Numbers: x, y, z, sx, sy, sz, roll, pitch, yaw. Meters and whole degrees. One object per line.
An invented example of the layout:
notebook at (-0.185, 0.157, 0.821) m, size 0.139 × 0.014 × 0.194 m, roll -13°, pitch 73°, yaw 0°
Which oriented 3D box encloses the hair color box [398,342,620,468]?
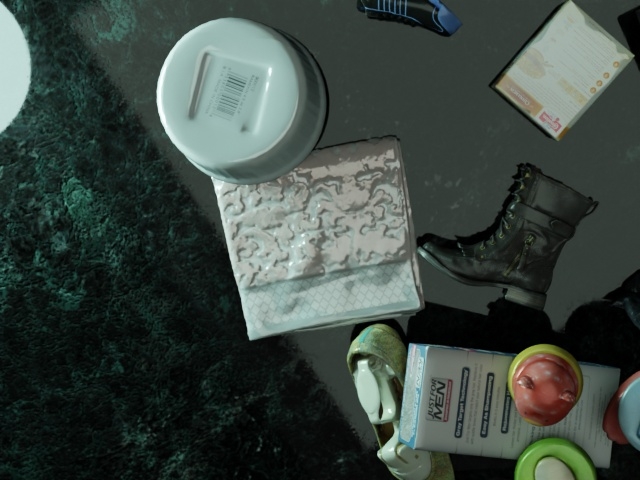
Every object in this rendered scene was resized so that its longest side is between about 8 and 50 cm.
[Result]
hair color box at (0.317, 0.277, 1.765) m, size 0.347 × 0.105 × 0.173 m, roll 8°, pitch 87°, yaw -12°

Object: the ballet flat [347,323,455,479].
ballet flat at (0.132, 0.319, 1.828) m, size 0.123 × 0.123 × 0.348 m, roll -19°, pitch 96°, yaw 7°

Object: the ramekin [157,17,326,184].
ramekin at (-0.136, -0.235, 1.731) m, size 0.277 × 0.135 × 0.277 m, roll 0°, pitch 88°, yaw 9°

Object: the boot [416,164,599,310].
boot at (0.318, -0.022, 1.792) m, size 0.263 × 0.091 × 0.229 m, roll 20°, pitch 94°, yaw -3°

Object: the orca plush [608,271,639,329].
orca plush at (0.610, 0.136, 1.708) m, size 0.151 × 0.287 × 0.102 m, roll -12°, pitch 132°, yaw -18°

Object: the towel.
towel at (0.000, 0.000, 1.826) m, size 0.332 × 0.053 × 0.317 m, roll -10°, pitch 98°, yaw 5°

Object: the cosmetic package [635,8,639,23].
cosmetic package at (0.691, -0.246, 1.688) m, size 0.217 × 0.156 × 0.385 m, roll -22°, pitch 95°, yaw 7°

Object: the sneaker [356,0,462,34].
sneaker at (0.123, -0.399, 1.745) m, size 0.232 × 0.081 × 0.090 m, roll 36°, pitch 102°, yaw 5°

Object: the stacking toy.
stacking toy at (0.435, 0.318, 1.621) m, size 0.309 × 0.130 × 0.279 m, roll 7°, pitch 92°, yaw 11°

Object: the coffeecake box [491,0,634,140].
coffeecake box at (0.401, -0.282, 1.744) m, size 0.142 × 0.068 × 0.185 m, roll 40°, pitch 99°, yaw -3°
